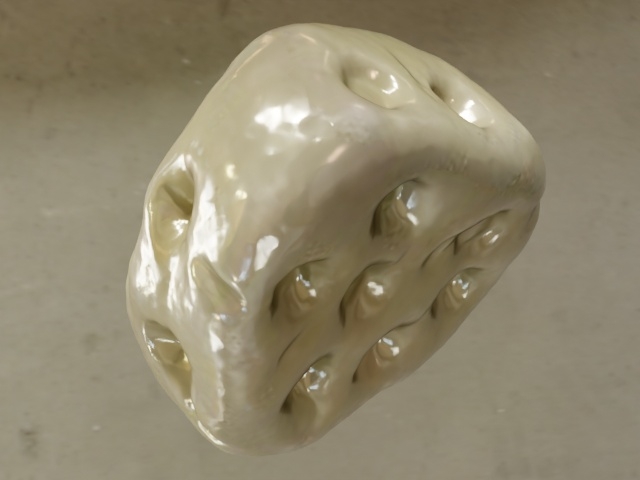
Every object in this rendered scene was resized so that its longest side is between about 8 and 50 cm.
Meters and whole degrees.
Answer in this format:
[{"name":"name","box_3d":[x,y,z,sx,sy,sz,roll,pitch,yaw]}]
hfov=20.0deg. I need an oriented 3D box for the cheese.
[{"name":"cheese","box_3d":[0.000,0.000,0.886,0.218,0.235,0.117,-46,59,2]}]
